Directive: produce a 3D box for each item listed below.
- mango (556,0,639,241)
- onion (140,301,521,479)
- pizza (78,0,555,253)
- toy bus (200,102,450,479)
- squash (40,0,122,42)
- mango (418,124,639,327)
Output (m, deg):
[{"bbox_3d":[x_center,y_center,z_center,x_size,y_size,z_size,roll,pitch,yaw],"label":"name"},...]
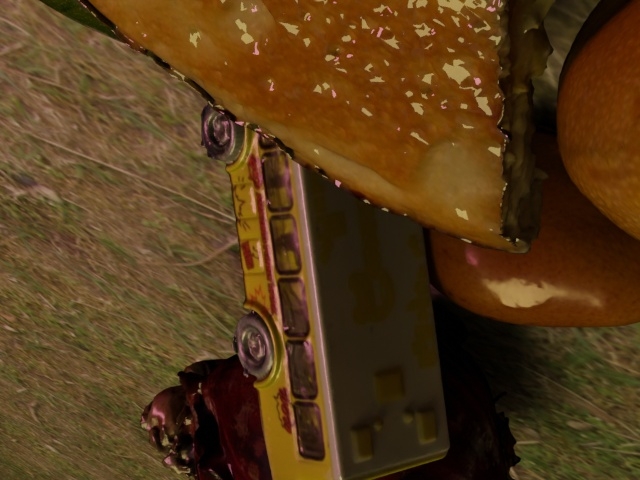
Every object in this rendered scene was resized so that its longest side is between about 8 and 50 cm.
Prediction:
[{"bbox_3d":[0.162,-0.057,0.455,0.109,0.157,0.262,40,169,-9],"label":"mango"},{"bbox_3d":[0.022,0.150,0.963,0.281,0.221,0.281,28,158,13],"label":"onion"},{"bbox_3d":[-0.015,-0.137,0.543,0.323,0.089,0.223,36,145,2],"label":"pizza"},{"bbox_3d":[0.000,0.000,0.677,0.081,0.226,0.074,-7,-178,-36],"label":"toy bus"},{"bbox_3d":[-0.143,-0.162,0.687,0.258,0.069,0.069,34,157,-14],"label":"squash"},{"bbox_3d":[0.114,-0.007,0.688,0.159,0.105,0.084,1,121,27],"label":"mango"}]
